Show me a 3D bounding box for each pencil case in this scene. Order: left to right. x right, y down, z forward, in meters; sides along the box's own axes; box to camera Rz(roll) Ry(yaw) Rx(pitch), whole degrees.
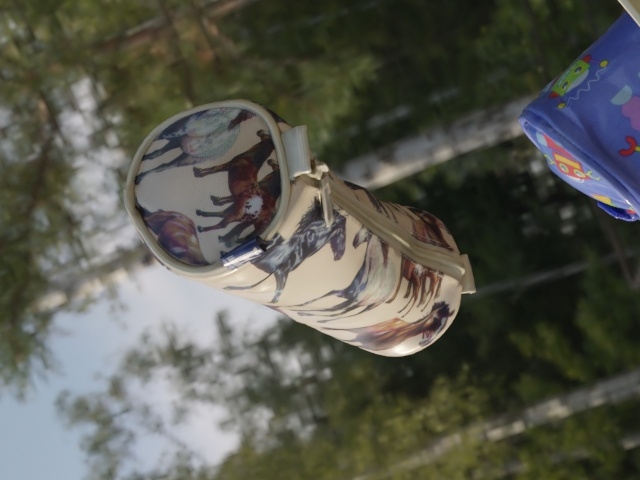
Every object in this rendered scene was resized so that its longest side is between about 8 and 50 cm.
[{"bbox_3d":[0.000,0.000,1.405,0.410,0.184,0.159,27,-116,-57],"label":"pencil case"},{"bbox_3d":[0.285,-0.142,1.026,0.133,0.306,0.119,46,-178,-21],"label":"pencil case"}]

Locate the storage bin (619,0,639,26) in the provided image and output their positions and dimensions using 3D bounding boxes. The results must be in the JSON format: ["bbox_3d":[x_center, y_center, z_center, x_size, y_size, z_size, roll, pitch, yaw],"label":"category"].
[{"bbox_3d":[0.250,-0.155,0.696,0.262,0.123,0.260,0,-133,-41],"label":"storage bin"}]
